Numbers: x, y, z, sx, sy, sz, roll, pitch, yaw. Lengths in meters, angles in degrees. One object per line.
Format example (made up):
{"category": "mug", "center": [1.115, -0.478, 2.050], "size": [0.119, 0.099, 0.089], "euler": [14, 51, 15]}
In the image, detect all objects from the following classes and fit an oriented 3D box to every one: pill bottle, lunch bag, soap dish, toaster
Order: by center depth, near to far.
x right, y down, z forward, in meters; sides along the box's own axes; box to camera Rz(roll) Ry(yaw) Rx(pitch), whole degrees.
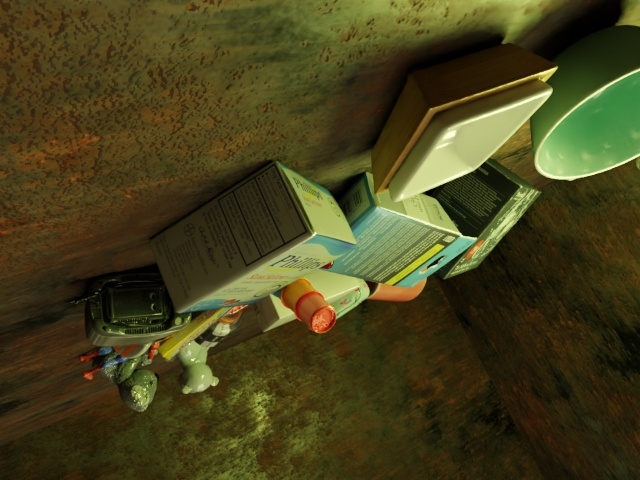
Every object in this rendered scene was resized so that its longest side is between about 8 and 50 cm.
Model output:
{"category": "soap dish", "center": [0.217, -0.194, 0.774], "size": [0.229, 0.118, 0.291], "euler": [-22, 167, -15]}
{"category": "toaster", "center": [-0.386, 0.147, 0.920], "size": [0.227, 0.129, 0.146], "euler": [-1, 157, -35]}
{"category": "pill bottle", "center": [-0.332, 0.253, 1.454], "size": [0.131, 0.130, 0.246], "euler": [-16, 164, -35]}
{"category": "lunch bag", "center": [0.015, 0.184, 1.651], "size": [0.279, 0.224, 0.108], "euler": [-37, 168, 19]}

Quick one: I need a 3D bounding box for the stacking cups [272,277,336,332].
{"category": "stacking cups", "center": [-0.070, 0.101, 1.033], "size": [0.096, 0.095, 0.316], "euler": [-20, -153, -25]}

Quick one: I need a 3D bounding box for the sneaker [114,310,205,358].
{"category": "sneaker", "center": [-0.357, 0.160, 1.123], "size": [0.321, 0.124, 0.180], "euler": [-32, 179, 14]}

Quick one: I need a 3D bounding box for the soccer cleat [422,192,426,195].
{"category": "soccer cleat", "center": [0.246, -0.099, 1.340], "size": [0.076, 0.068, 0.196], "euler": [-1, 162, -13]}

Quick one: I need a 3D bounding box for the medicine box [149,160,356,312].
{"category": "medicine box", "center": [-0.114, 0.007, 0.865], "size": [0.290, 0.149, 0.263], "euler": [-29, 167, 16]}

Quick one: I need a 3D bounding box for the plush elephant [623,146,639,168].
{"category": "plush elephant", "center": [0.661, -0.259, 1.067], "size": [0.256, 0.272, 0.329], "euler": [-36, 141, -16]}

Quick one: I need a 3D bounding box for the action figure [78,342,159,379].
{"category": "action figure", "center": [-0.583, 0.341, 1.416], "size": [0.281, 0.091, 0.139], "euler": [-24, 160, -2]}

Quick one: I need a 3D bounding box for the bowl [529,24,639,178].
{"category": "bowl", "center": [0.531, -0.274, 0.856], "size": [0.312, 0.163, 0.311], "euler": [-11, 152, -6]}

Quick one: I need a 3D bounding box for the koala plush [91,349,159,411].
{"category": "koala plush", "center": [-0.623, 0.457, 1.494], "size": [0.204, 0.221, 0.196], "euler": [-17, 164, -34]}

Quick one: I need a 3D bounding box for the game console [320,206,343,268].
{"category": "game console", "center": [0.000, 0.000, 1.030], "size": [0.124, 0.143, 0.085], "euler": [3, 165, 30]}

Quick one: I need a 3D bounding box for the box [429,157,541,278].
{"category": "box", "center": [0.443, -0.074, 1.315], "size": [0.343, 0.179, 0.312], "euler": [-6, 134, -56]}

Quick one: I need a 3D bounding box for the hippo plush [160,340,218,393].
{"category": "hippo plush", "center": [-0.486, 0.483, 1.818], "size": [0.235, 0.236, 0.294], "euler": [-16, 164, -37]}

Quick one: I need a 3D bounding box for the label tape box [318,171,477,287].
{"category": "label tape box", "center": [0.174, -0.007, 1.120], "size": [0.348, 0.115, 0.249], "euler": [13, 138, -35]}

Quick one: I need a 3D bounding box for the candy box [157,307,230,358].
{"category": "candy box", "center": [-0.269, 0.189, 1.016], "size": [0.206, 0.027, 0.105], "euler": [-39, 171, -21]}

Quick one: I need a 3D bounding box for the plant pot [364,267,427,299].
{"category": "plant pot", "center": [0.256, 0.133, 1.859], "size": [0.243, 0.274, 0.275], "euler": [-2, 154, -41]}

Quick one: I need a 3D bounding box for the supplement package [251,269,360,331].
{"category": "supplement package", "center": [-0.062, 0.138, 1.407], "size": [0.293, 0.177, 0.175], "euler": [-17, 164, -30]}

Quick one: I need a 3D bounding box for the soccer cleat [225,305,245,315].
{"category": "soccer cleat", "center": [-0.195, 0.136, 1.177], "size": [0.248, 0.095, 0.083], "euler": [-45, -179, -36]}
